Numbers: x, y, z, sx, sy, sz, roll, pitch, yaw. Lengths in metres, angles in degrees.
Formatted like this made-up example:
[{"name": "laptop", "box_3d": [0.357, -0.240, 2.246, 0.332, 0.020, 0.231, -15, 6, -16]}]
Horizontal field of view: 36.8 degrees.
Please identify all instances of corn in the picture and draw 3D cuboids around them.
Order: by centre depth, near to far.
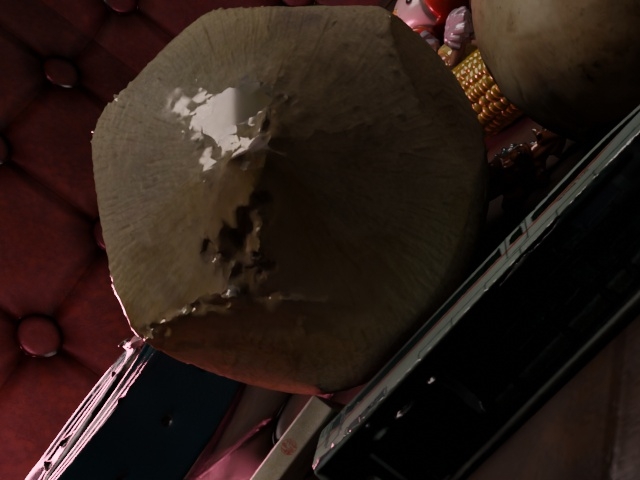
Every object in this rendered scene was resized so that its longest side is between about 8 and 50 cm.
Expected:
[{"name": "corn", "box_3d": [0.213, -0.187, 1.080, 0.244, 0.093, 0.093, -36, 20, 53]}]

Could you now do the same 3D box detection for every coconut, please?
[{"name": "coconut", "box_3d": [-0.027, -0.037, 0.835, 0.346, 0.346, 0.360, -53, -19, -1]}]

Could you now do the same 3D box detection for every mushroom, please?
[{"name": "mushroom", "box_3d": [0.233, -0.211, 0.839, 0.184, 0.255, 0.255, -9, -11, -27]}]

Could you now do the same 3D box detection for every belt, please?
[{"name": "belt", "box_3d": [-0.276, 0.285, 1.430, 0.300, 0.173, 0.436, -29, 26, 56]}]

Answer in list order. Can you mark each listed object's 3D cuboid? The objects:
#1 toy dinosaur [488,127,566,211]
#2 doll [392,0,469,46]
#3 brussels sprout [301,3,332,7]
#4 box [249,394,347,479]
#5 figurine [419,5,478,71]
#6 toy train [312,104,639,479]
[{"name": "toy dinosaur", "box_3d": [0.182, -0.063, 0.933, 0.154, 0.049, 0.055, -40, 19, 32]}, {"name": "doll", "box_3d": [0.198, -0.410, 1.723, 0.161, 0.130, 0.290, 144, 146, -73]}, {"name": "brussels sprout", "box_3d": [-0.036, -0.307, 1.992, 0.371, 0.276, 0.315, -54, 8, 0]}, {"name": "box", "box_3d": [-0.005, 0.179, 0.827, 0.090, 0.024, 0.167, -54, -18, -2]}, {"name": "figurine", "box_3d": [0.171, -0.229, 1.325, 0.240, 0.116, 0.175, -51, 12, -18]}, {"name": "toy train", "box_3d": [0.154, 0.036, 0.668, 0.407, 0.086, 0.088, -49, 5, 20]}]
